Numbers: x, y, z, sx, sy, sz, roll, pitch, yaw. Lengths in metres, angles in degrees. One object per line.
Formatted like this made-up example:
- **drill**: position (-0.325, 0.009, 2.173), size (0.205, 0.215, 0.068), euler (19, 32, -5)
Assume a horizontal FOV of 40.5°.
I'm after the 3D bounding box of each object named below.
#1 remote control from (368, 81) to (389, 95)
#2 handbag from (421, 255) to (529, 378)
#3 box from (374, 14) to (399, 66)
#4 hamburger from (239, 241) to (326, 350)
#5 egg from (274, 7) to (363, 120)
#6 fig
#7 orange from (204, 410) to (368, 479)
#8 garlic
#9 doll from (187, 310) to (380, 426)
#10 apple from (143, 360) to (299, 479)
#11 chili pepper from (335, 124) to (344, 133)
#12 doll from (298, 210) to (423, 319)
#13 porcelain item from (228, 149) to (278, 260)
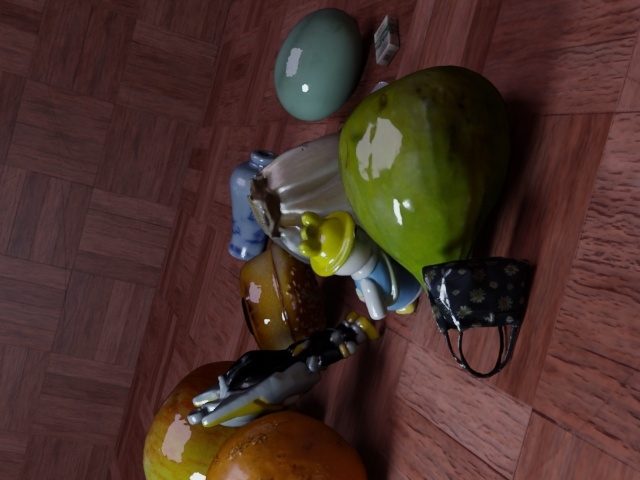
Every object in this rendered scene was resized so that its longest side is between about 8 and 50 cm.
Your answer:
- **remote control**: position (0.083, -0.178, 1.533), size (0.044, 0.073, 0.229), euler (-38, -16, -54)
- **handbag**: position (0.187, 0.089, 1.004), size (0.072, 0.115, 0.139), euler (160, 105, -67)
- **box**: position (0.123, -0.372, 1.619), size (0.054, 0.024, 0.083), euler (124, 153, -47)
- **hamburger**: position (-0.065, 0.113, 1.558), size (0.237, 0.147, 0.237), euler (163, 90, -82)
- **egg**: position (-0.003, -0.352, 1.740), size (0.231, 0.168, 0.168), euler (-68, 20, 11)
- **fig**: position (0.148, -0.071, 1.083), size (0.233, 0.233, 0.314), euler (-54, 47, 48)
- **orange**: position (-0.050, 0.367, 1.245), size (0.240, 0.240, 0.240), euler (-166, 90, -71)
- **garlic**: position (0.003, -0.075, 1.456), size (0.210, 0.292, 0.237), euler (-135, 36, -55)
- **doll**: position (-0.061, 0.203, 1.345), size (0.145, 0.316, 0.103), euler (44, 160, 55)
- **apple**: position (-0.149, 0.364, 1.488), size (0.301, 0.301, 0.301), euler (-166, 90, -71)
- **chili pepper**: position (0.045, -0.164, 1.618), size (0.073, 0.072, 0.204), euler (49, 119, 48)
- **doll**: position (0.063, 0.028, 1.197), size (0.099, 0.241, 0.135), euler (25, 88, 52)
- **porcelain item**: position (-0.155, -0.084, 2.049), size (0.141, 0.141, 0.259), euler (-118, 38, -63)
